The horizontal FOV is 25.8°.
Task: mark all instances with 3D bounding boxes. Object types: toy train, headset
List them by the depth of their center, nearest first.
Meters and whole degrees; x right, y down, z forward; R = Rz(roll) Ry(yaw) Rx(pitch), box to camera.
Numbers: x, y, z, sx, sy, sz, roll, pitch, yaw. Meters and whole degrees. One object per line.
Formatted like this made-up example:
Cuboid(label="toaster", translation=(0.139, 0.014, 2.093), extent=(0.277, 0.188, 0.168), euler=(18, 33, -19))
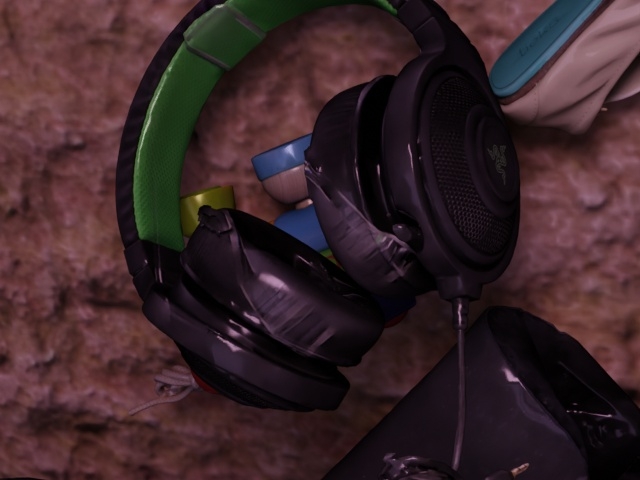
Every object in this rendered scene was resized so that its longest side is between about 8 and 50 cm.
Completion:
Cuboid(label="headset", translation=(0.000, 0.000, 0.770), extent=(0.243, 0.185, 0.394), euler=(-41, 59, 19))
Cuboid(label="toy train", translation=(-0.069, 0.028, 0.965), extent=(0.248, 0.105, 0.143), euler=(-20, 91, 30))

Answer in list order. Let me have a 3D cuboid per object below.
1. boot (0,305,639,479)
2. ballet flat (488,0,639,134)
Cuboid(label="boot", translation=(-0.011, 0.193, 0.951), extent=(0.367, 0.146, 0.445), euler=(36, 128, -15))
Cuboid(label="ballet flat", translation=(0.197, -0.149, 0.784), extent=(0.086, 0.086, 0.248), euler=(44, 123, 3))
